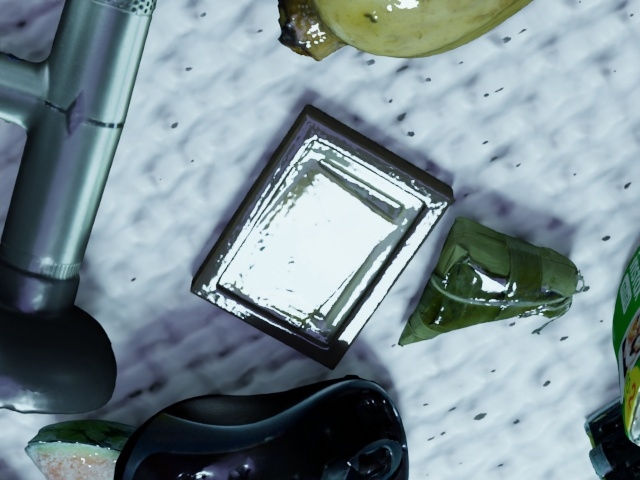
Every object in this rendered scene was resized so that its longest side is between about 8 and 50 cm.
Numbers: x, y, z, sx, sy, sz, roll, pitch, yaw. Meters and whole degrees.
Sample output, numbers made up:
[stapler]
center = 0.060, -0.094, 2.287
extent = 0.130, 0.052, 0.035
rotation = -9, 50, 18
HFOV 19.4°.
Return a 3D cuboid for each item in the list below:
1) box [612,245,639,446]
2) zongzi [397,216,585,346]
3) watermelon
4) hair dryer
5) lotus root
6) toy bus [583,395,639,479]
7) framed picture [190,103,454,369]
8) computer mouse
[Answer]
[box]
center = 0.334, 0.097, 1.339
extent = 0.250, 0.180, 0.103
rotation = 17, 117, -8
[zongzi]
center = 0.128, 0.049, 1.393
extent = 0.109, 0.055, 0.119
rotation = 18, 125, -9
[watermelon]
center = -0.157, 0.197, 1.457
extent = 0.187, 0.071, 0.139
rotation = 26, 119, -19
[hair dryer]
center = -0.263, -0.063, 1.345
extent = 0.284, 0.155, 0.320
rotation = 12, 102, 17
[lotus root]
center = 0.089, -0.210, 1.215
extent = 0.284, 0.146, 0.160
rotation = -33, 151, 14
[toy bus]
center = 0.260, 0.189, 1.387
extent = 0.088, 0.175, 0.101
rotation = -34, 116, 15
[framed picture]
center = 0.000, 0.000, 1.385
extent = 0.128, 0.023, 0.168
rotation = 30, 112, -12
[computer mouse]
center = -0.035, 0.176, 1.383
extent = 0.233, 0.096, 0.137
rotation = -15, 103, -20
